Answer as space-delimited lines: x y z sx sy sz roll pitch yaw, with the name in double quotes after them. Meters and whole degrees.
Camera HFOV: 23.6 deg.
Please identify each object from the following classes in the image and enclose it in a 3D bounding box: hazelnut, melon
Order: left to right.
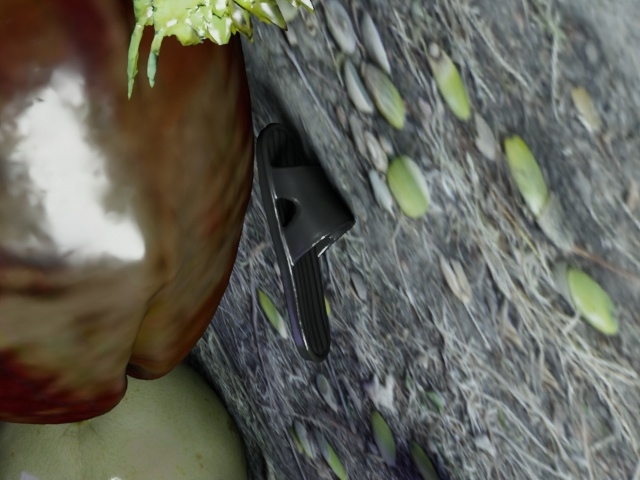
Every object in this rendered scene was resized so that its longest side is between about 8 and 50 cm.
-0.231 -0.091 0.966 0.402 0.402 0.429 50 145 39 "hazelnut"
-0.206 0.250 1.580 0.268 0.268 0.330 54 168 30 "melon"

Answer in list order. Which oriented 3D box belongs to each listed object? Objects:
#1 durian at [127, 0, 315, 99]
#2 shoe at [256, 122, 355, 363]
-0.028 -0.192 0.598 0.158 0.169 0.352 60 168 6 "durian"
0.000 0.000 0.990 0.062 0.053 0.159 -20 -77 -65 "shoe"
